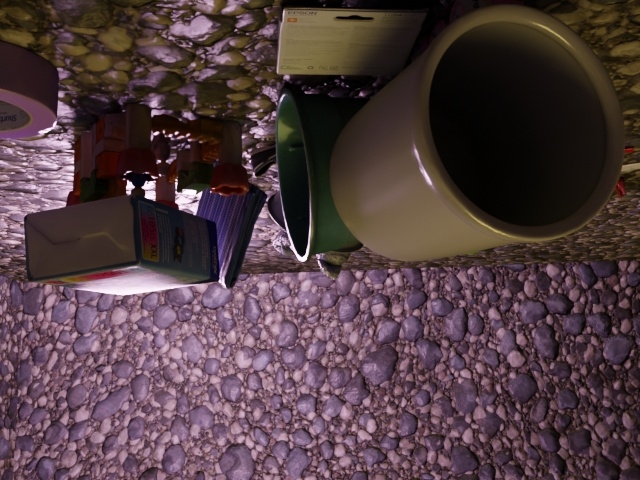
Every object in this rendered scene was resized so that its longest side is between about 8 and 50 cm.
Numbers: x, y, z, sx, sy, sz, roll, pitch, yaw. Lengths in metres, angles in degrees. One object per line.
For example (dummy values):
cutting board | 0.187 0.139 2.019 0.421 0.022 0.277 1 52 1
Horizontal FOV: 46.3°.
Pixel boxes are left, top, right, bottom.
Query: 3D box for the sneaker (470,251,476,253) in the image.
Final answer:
sneaker | 0.321 -0.058 2.376 0.482 0.185 0.202 5 -174 -13

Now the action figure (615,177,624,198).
action figure | 0.738 -0.104 2.189 0.280 0.139 0.091 -1 168 14

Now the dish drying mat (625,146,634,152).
dish drying mat | 0.748 -0.225 1.892 0.083 0.008 0.032 -6 168 21

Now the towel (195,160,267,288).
towel | -0.230 -0.048 1.794 0.040 0.243 0.336 13 -168 -29

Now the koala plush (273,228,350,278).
koala plush | 0.000 0.000 2.227 0.221 0.196 0.203 35 176 -7

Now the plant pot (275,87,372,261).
plant pot | 0.103 -0.144 1.505 0.333 0.341 0.341 -6 170 -12

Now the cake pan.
cake pan | -0.002 -0.070 2.058 0.293 0.293 0.054 7 122 -34

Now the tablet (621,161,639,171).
tablet | 0.845 -0.199 2.033 0.083 0.006 0.054 -7 167 31

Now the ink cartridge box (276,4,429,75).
ink cartridge box | 0.042 -0.331 1.197 0.223 0.045 0.224 0 168 -6

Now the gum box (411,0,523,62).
gum box | 0.230 -0.324 1.208 0.107 0.062 0.188 3 168 -20

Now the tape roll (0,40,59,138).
tape roll | -0.615 -0.268 1.343 0.274 0.090 0.275 0 168 0

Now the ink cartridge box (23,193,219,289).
ink cartridge box | -0.397 0.024 1.625 0.269 0.151 0.395 -9 170 19

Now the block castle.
block castle | -0.391 -0.132 1.728 0.302 0.213 0.453 7 167 -33

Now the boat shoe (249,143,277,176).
boat shoe | -0.086 -0.199 1.797 0.206 0.065 0.075 -10 166 36

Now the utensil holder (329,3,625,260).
utensil holder | 0.213 -0.135 1.178 0.327 0.328 0.385 3 171 -20
